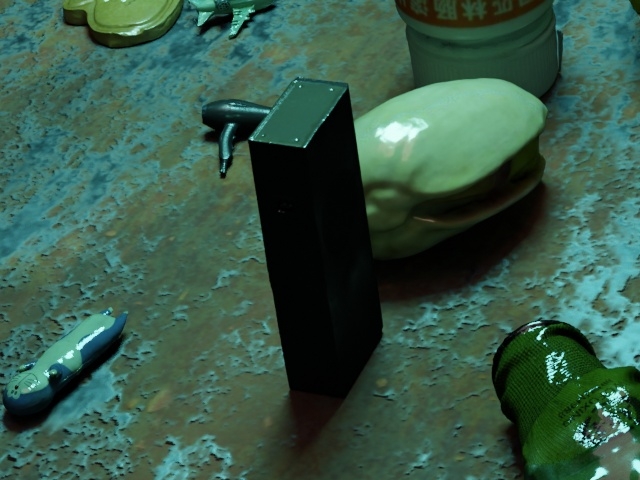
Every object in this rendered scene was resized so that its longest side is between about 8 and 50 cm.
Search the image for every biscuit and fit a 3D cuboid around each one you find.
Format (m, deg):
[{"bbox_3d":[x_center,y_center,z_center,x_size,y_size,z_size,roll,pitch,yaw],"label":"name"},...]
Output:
[{"bbox_3d":[-0.188,-0.228,1.872,0.118,0.023,0.140,-8,37,2],"label":"biscuit"}]

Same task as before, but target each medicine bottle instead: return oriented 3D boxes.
[{"bbox_3d":[0.124,-0.238,1.621,0.145,0.252,0.144,-6,40,5],"label":"medicine bottle"}]

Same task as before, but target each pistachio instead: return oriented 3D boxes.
[{"bbox_3d":[0.084,-0.064,1.507,0.200,0.117,0.145,-32,36,-28],"label":"pistachio"}]

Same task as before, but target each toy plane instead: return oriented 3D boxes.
[{"bbox_3d":[-0.081,-0.223,1.830,0.083,0.033,0.080,-15,48,-8],"label":"toy plane"}]

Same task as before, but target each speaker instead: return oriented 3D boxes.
[{"bbox_3d":[0.000,0.000,1.355,0.044,0.218,0.082,10,40,23],"label":"speaker"}]

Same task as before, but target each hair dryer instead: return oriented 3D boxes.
[{"bbox_3d":[-0.064,-0.084,1.654,0.079,0.031,0.083,4,51,4],"label":"hair dryer"}]

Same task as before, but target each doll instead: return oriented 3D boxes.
[{"bbox_3d":[-0.186,0.086,1.442,0.037,0.027,0.125,10,40,36],"label":"doll"}]

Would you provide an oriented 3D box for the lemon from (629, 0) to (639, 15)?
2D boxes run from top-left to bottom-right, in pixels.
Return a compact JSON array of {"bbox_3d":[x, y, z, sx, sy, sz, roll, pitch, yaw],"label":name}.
[{"bbox_3d":[0.365,-0.268,1.594,0.268,0.268,0.322,-12,33,-2],"label":"lemon"}]

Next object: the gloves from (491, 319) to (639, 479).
[{"bbox_3d":[0.178,0.143,1.225,0.135,0.107,0.268,-42,40,8],"label":"gloves"}]
